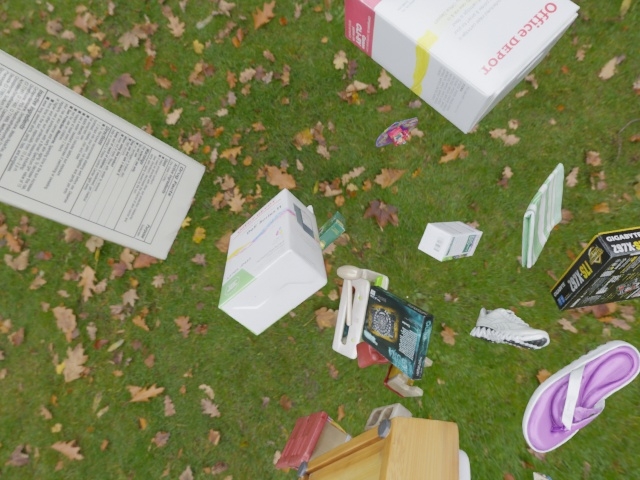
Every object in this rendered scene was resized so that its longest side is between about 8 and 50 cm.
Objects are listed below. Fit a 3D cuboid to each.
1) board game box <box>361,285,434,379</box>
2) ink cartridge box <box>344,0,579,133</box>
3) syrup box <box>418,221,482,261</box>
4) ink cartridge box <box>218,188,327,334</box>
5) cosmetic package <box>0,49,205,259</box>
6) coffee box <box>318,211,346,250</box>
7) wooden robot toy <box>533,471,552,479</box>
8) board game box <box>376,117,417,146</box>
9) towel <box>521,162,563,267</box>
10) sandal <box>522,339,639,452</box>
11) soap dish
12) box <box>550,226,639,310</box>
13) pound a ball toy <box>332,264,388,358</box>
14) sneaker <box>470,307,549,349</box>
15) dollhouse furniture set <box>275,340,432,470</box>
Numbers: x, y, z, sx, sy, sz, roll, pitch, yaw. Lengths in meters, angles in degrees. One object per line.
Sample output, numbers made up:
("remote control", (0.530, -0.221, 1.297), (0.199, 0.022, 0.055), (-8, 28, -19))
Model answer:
("board game box", (0.148, 0.178, 0.813), (0.026, 0.186, 0.126), (4, 100, -26))
("ink cartridge box", (0.283, -0.467, 0.874), (0.279, 0.160, 0.385), (-44, 78, -7))
("syrup box", (0.439, -0.001, 1.350), (0.096, 0.237, 0.093), (34, 116, 38))
("ink cartridge box", (-0.113, 0.018, 0.949), (0.207, 0.353, 0.119), (-39, 118, 16))
("cosmetic package", (-0.325, -0.098, 0.513), (0.129, 0.296, 0.153), (8, 73, 48))
("coffee box", (0.000, 0.000, 1.215), (0.040, 0.113, 0.184), (43, 107, -10))
("wooden robot toy", (0.460, 0.516, 0.739), (0.079, 0.076, 0.173), (-30, 71, 47))
("board game box", (0.279, -0.371, 1.429), (0.169, 0.133, 0.033), (-22, 75, -27))
("towel", (0.784, -0.086, 1.412), (0.038, 0.247, 0.325), (17, 46, 42))
("sandal", (0.745, 0.439, 1.142), (0.416, 0.102, 0.169), (-44, 92, -2))
("soap dish", (0.050, 0.366, 0.505), (0.118, 0.228, 0.291), (34, 128, -7))
("box", (0.827, 0.079, 1.108), (0.258, 0.322, 0.079), (-11, 56, 0))
("pound a ball toy", (0.099, 0.218, 1.327), (0.136, 0.208, 0.318), (17, 104, 38))
("sneaker", (0.605, 0.278, 1.305), (0.110, 0.292, 0.118), (22, 78, -16))
("dollhouse furniture set", (0.089, 0.395, 0.943), (0.201, 0.152, 0.374), (37, 52, -4))
